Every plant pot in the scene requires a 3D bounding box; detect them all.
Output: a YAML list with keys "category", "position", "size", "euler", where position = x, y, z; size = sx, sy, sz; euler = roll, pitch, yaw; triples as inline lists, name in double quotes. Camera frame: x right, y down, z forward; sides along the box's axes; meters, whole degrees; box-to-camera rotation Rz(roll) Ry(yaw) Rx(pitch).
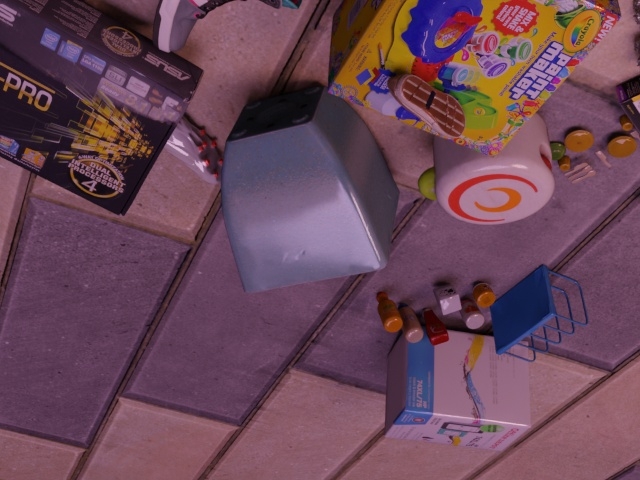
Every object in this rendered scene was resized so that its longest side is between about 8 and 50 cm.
- category: "plant pot"
  position: [-0.032, -0.101, 1.459]
  size: [0.248, 0.247, 0.252]
  euler: [-11, 121, 18]

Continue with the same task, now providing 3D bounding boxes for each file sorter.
- category: "file sorter"
  position: [0.440, 0.153, 1.810]
  size: [0.104, 0.118, 0.170]
  euler: [19, 138, -23]

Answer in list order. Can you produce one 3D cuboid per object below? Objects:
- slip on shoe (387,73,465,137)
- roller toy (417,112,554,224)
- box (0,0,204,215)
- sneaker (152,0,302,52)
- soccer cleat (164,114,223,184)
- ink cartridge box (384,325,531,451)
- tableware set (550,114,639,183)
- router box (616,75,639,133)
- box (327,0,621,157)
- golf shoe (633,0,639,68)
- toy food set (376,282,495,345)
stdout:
- category: "slip on shoe"
  position: [0.144, -0.184, 1.222]
  size: [0.135, 0.051, 0.041]
  euler: [25, 177, -36]
- category: "roller toy"
  position: [0.282, -0.129, 1.463]
  size: [0.209, 0.146, 0.191]
  euler: [14, 149, -20]
- category: "box"
  position: [-0.421, -0.237, 1.400]
  size: [0.395, 0.097, 0.318]
  euler: [29, 134, -14]
- category: "sneaker"
  position: [-0.115, -0.355, 1.254]
  size: [0.178, 0.124, 0.295]
  euler: [25, 135, -9]
- category: "soccer cleat"
  position: [-0.237, -0.169, 1.528]
  size: [0.076, 0.068, 0.196]
  euler: [-16, 129, 30]
- category: "ink cartridge box"
  position: [0.292, 0.321, 1.938]
  size: [0.270, 0.197, 0.198]
  euler: [8, 151, -6]
- category: "tableware set"
  position: [0.460, -0.161, 1.508]
  size: [0.154, 0.024, 0.104]
  euler: [-29, 126, 35]
- category: "router box"
  position: [0.570, -0.204, 1.425]
  size: [0.133, 0.046, 0.179]
  euler: [-25, 132, 30]
- category: "box"
  position: [0.198, -0.308, 1.234]
  size: [0.279, 0.177, 0.290]
  euler: [18, 139, -17]
- category: "golf shoe"
  position: [0.503, -0.319, 1.297]
  size: [0.086, 0.069, 0.176]
  euler: [-23, 140, 0]
- category: "toy food set"
  position: [0.237, 0.137, 1.849]
  size: [0.232, 0.104, 0.111]
  euler: [-19, 124, 0]
